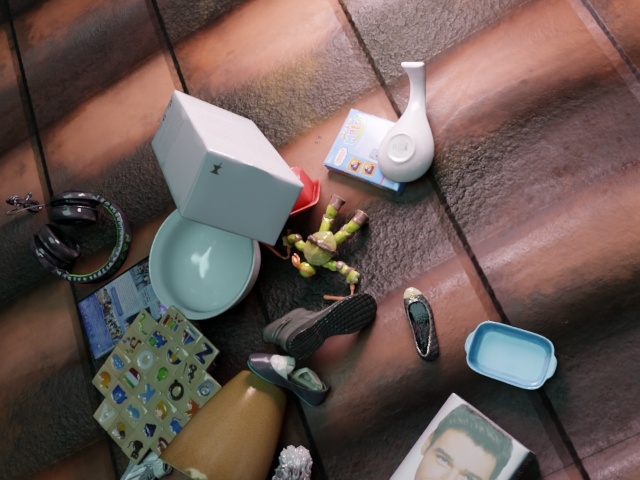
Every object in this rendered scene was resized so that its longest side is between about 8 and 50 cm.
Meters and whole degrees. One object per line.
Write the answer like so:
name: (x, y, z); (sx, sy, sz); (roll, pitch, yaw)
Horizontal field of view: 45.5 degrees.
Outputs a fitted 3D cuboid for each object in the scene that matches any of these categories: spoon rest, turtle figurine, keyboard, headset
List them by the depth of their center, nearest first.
spoon rest: (0.209, -0.270, 1.780); (0.137, 0.084, 0.276); (8, 87, 25)
turtle figurine: (0.000, 0.000, 1.790); (0.269, 0.087, 0.217); (32, 85, 22)
keyboard: (-0.132, -0.012, 1.889); (0.192, 0.038, 0.100); (13, 78, 26)
headset: (-0.695, -0.031, 2.106); (0.394, 0.185, 0.243); (25, 87, 13)

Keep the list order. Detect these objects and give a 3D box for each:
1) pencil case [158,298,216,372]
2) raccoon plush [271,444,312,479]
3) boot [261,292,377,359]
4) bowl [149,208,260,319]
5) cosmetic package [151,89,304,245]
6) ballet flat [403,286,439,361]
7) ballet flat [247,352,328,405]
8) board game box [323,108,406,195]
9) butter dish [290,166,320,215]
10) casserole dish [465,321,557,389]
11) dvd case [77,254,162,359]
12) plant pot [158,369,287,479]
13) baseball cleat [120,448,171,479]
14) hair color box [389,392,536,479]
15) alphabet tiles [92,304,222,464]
pencil case: (-0.328, 0.240, 1.854); (0.086, 0.088, 0.206); (-39, 60, 17)
raccoon plush: (-0.027, 0.640, 1.485); (0.299, 0.216, 0.446); (4, 73, 34)
boot: (-0.008, 0.174, 1.731); (0.246, 0.083, 0.161); (-26, 20, -22)
bowl: (-0.257, 0.053, 1.856); (0.298, 0.134, 0.297); (-6, 75, 24)
cosmetic package: (-0.230, -0.179, 1.759); (0.161, 0.230, 0.453); (-63, 28, 16)
ballet flat: (0.220, 0.179, 1.661); (0.057, 0.049, 0.173); (-22, 65, 14)
ballet flat: (-0.063, 0.291, 1.670); (0.074, 0.203, 0.074); (-43, 24, 25)
board game box: (0.133, -0.216, 1.845); (0.211, 0.039, 0.160); (23, 82, 27)
butter dish: (-0.090, -0.126, 1.835); (0.160, 0.118, 0.160); (-23, 22, 14)
casserole dish: (0.393, 0.238, 1.574); (0.188, 0.037, 0.114); (15, 79, 28)
dvd case: (-0.512, 0.173, 1.994); (0.253, 0.022, 0.180); (-32, 62, 10)
plant pot: (-0.185, 0.423, 1.666); (0.237, 0.237, 0.254); (20, 69, 28)
baseball cleat: (-0.415, 0.559, 1.787); (0.109, 0.072, 0.205); (10, 77, 26)
hair color box: (0.234, 0.511, 1.502); (0.185, 0.113, 0.374); (35, 87, 29)
alphabet tiles: (-0.387, 0.337, 1.782); (0.285, 0.011, 0.342); (39, 99, 22)
